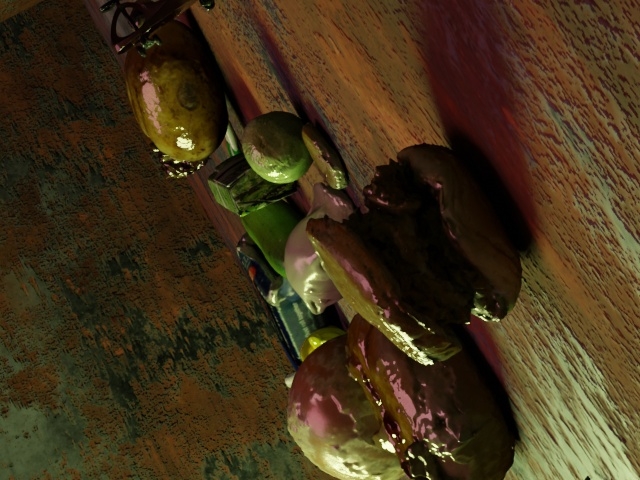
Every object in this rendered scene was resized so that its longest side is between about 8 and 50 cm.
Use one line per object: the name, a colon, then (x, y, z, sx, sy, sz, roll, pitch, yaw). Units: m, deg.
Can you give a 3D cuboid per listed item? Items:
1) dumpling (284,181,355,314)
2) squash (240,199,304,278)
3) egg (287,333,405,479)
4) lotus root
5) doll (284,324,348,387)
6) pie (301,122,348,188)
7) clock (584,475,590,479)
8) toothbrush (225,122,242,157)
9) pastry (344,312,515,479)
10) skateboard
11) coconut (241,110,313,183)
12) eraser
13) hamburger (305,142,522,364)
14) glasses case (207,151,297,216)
dumpling: (-0.001, 0.001, 1.696, 0.169, 0.099, 0.134, 76, 178, -57)
squash: (-0.058, -0.010, 2.093, 0.082, 0.082, 0.292, 64, 174, -23)
egg: (0.055, 0.205, 1.722, 0.195, 0.195, 0.233, 57, -176, 31)
lotus root: (-0.222, -0.233, 2.150, 0.169, 0.141, 0.314, 48, 157, 49)
doll: (0.015, 0.227, 2.333, 0.135, 0.099, 0.241, 34, 150, 26)
pie: (0.005, -0.094, 1.575, 0.084, 0.020, 0.084, 58, 173, 11)
clock: (0.251, 0.271, 1.193, 0.135, 0.041, 0.101, 65, 173, -18)
toothbrush: (-0.133, -0.126, 2.381, 0.418, 0.040, 0.042, 60, 173, -26)
pastry: (0.105, 0.168, 1.485, 0.236, 0.120, 0.257, 55, 170, 40)
skateboard: (-0.208, -0.294, 1.765, 0.080, 0.151, 0.067, 53, 172, 0)
coconut: (-0.049, -0.110, 1.640, 0.088, 0.087, 0.096, 60, -171, 5)
eraser: (-0.042, 0.116, 2.385, 0.155, 0.101, 0.332, 55, 170, 40)
hamburger: (0.083, 0.014, 1.060, 0.159, 0.131, 0.185, 46, 172, 33)
glasses case: (-0.107, -0.090, 2.076, 0.062, 0.095, 0.272, 67, 172, -9)
